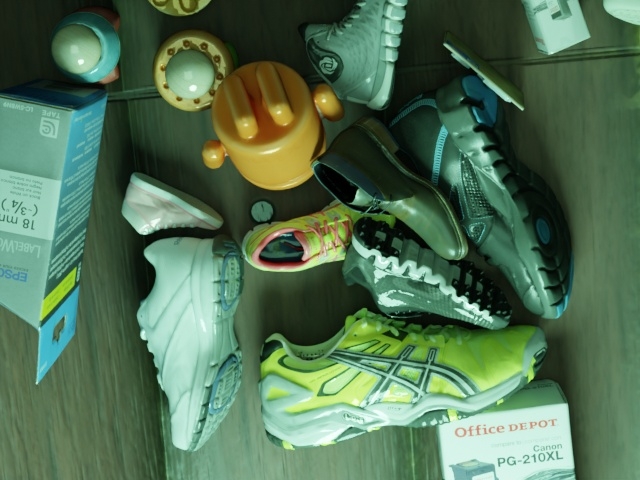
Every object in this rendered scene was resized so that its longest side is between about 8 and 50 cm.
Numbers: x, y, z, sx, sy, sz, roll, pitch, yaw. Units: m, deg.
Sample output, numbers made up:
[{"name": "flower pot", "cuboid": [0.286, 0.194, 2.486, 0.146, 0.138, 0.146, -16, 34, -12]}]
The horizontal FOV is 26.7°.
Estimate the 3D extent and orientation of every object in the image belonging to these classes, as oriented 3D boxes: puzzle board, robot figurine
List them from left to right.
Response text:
[{"name": "robot figurine", "cuboid": [-0.063, -0.139, 1.662, 0.128, 0.219, 0.158, 29, 79, 18]}, {"name": "puzzle board", "cuboid": [0.204, -0.213, 1.689, 0.128, 0.096, 0.011, 38, 109, -5]}]

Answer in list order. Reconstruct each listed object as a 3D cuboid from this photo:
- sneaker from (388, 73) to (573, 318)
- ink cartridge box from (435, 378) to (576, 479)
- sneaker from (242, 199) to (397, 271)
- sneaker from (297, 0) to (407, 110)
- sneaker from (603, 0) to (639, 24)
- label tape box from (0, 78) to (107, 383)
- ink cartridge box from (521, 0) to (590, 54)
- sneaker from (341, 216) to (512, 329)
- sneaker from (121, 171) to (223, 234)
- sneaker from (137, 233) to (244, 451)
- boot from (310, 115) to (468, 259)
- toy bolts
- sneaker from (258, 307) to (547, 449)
[{"name": "sneaker", "cuboid": [0.213, -0.046, 1.729, 0.139, 0.125, 0.341, -21, 104, 33]}, {"name": "ink cartridge box", "cuboid": [0.249, 0.319, 1.786, 0.172, 0.100, 0.237, -8, 101, 2]}, {"name": "sneaker", "cuboid": [0.000, 0.000, 1.736, 0.208, 0.094, 0.081, -19, 98, 3]}, {"name": "sneaker", "cuboid": [0.040, -0.283, 1.688, 0.132, 0.086, 0.229, 9, 102, 2]}, {"name": "sneaker", "cuboid": [0.518, -0.342, 1.651, 0.350, 0.131, 0.148, -3, 94, -4]}, {"name": "label tape box", "cuboid": [-0.353, -0.021, 1.665, 0.106, 0.240, 0.334, 10, 101, -1]}, {"name": "ink cartridge box", "cuboid": [0.280, -0.306, 1.669, 0.056, 0.099, 0.135, -20, 100, 4]}, {"name": "sneaker", "cuboid": [0.129, 0.061, 1.721, 0.234, 0.078, 0.106, 27, 129, -6]}, {"name": "sneaker", "cuboid": [-0.197, -0.030, 1.758, 0.134, 0.051, 0.070, 26, 102, 0]}, {"name": "sneaker", "cuboid": [-0.175, 0.131, 1.775, 0.129, 0.111, 0.297, 8, 100, 19]}, {"name": "boot", "cuboid": [0.082, -0.044, 1.669, 0.106, 0.082, 0.219, -34, 79, -34]}, {"name": "toy bolts", "cuboid": [-0.223, -0.264, 1.658, 0.228, 0.158, 0.218, -3, 101, 2]}, {"name": "sneaker", "cuboid": [0.102, 0.159, 1.740, 0.384, 0.145, 0.147, -14, 99, 2]}]
